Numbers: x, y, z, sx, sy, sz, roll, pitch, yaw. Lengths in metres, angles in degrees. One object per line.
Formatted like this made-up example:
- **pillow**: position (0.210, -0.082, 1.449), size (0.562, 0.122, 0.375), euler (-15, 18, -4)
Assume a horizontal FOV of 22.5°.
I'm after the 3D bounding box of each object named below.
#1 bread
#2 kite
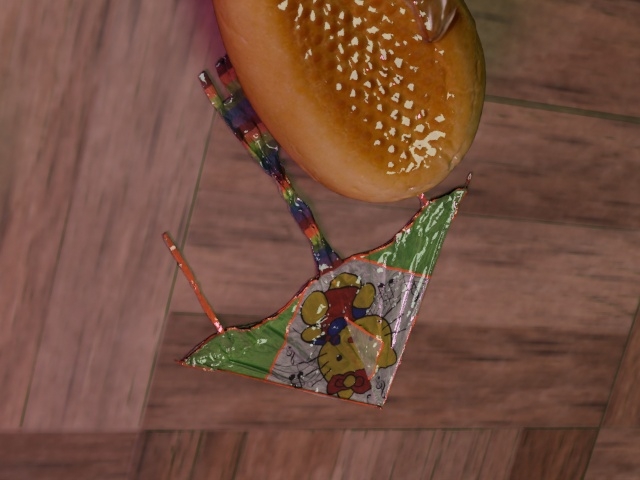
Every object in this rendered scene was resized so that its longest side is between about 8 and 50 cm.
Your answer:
- **bread**: position (0.011, -0.101, 0.769), size (0.114, 0.077, 0.189), euler (-31, 122, 3)
- **kite**: position (0.000, 0.000, 0.849), size (0.198, 0.006, 0.244), euler (-35, 126, -16)
